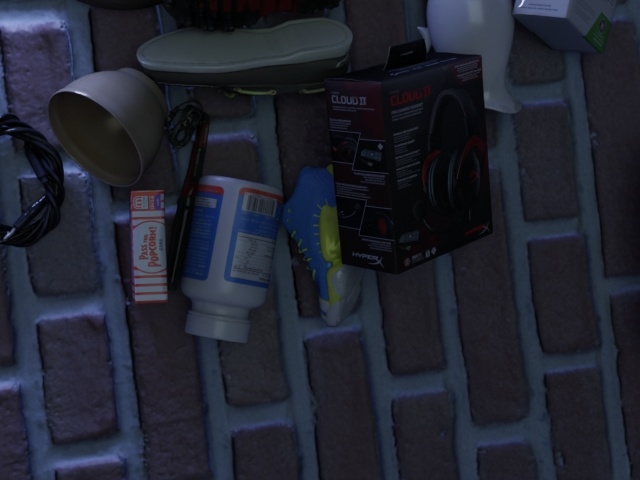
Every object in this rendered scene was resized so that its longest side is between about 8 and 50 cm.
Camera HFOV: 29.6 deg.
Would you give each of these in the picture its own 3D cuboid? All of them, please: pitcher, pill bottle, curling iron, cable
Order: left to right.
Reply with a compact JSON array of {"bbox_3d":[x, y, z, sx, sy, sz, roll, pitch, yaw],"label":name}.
[{"bbox_3d":[-0.431,-0.085,1.683,0.150,0.047,0.184,7,87,-10],"label":"cable"},{"bbox_3d":[-0.201,-0.065,1.730,0.068,0.035,0.274,5,88,-6],"label":"curling iron"},{"bbox_3d":[-0.129,0.027,1.697,0.124,0.124,0.221,11,87,-10],"label":"pill bottle"},{"bbox_3d":[0.198,-0.282,1.769,0.177,0.125,0.207,-8,102,5],"label":"pitcher"}]

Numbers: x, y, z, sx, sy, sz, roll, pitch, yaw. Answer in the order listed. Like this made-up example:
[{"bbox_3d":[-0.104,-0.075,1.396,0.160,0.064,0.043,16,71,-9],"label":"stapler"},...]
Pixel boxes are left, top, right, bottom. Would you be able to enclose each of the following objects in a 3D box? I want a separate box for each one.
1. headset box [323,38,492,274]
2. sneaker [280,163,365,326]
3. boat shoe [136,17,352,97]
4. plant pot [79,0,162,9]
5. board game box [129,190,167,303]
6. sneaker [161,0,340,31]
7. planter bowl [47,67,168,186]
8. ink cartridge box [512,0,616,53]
[{"bbox_3d":[0.124,-0.127,1.667,0.218,0.110,0.293,-20,111,-42],"label":"headset box"},{"bbox_3d":[0.000,0.000,1.752,0.126,0.091,0.240,12,99,21],"label":"sneaker"},{"bbox_3d":[-0.105,-0.247,1.713,0.305,0.109,0.091,-7,135,-11],"label":"boat shoe"},{"bbox_3d":[-0.266,-0.491,1.602,0.323,0.280,0.323,0,90,-9],"label":"plant pot"},{"bbox_3d":[-0.234,0.009,1.642,0.045,0.193,0.147,-2,89,-10],"label":"board game box"},{"bbox_3d":[-0.102,-0.372,1.701,0.276,0.098,0.135,-15,53,-22],"label":"sneaker"},{"bbox_3d":[-0.278,-0.169,1.668,0.162,0.162,0.109,45,56,-7],"label":"planter bowl"},{"bbox_3d":[0.375,-0.404,1.768,0.092,0.160,0.219,12,85,34],"label":"ink cartridge box"}]
